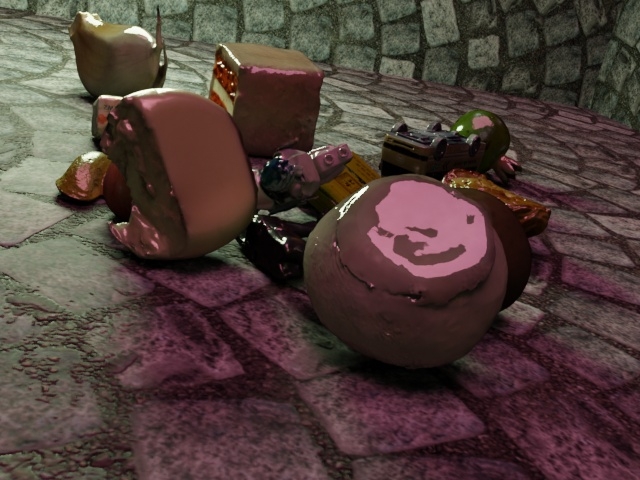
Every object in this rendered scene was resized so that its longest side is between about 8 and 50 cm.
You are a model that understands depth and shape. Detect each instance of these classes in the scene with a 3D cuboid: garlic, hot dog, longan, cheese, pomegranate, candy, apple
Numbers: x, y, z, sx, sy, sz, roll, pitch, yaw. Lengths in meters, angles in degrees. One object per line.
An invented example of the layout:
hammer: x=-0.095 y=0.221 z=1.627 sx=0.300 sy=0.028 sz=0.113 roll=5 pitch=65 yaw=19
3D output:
garlic: x=-0.493 y=-0.475 z=2.015 sx=0.339 sy=0.246 sz=0.231 roll=7 pitch=3 yaw=34
hot dog: x=0.356 y=-0.058 z=1.577 sx=0.175 sy=0.114 sz=0.259 roll=5 pitch=22 yaw=-30
longan: x=0.228 y=0.015 z=1.199 sx=0.220 sy=0.197 sz=0.196 roll=25 pitch=24 yaw=27
cheese: x=-0.220 y=-0.103 z=1.176 sx=0.233 sy=0.266 sz=0.127 roll=-15 pitch=-5 yaw=-41
pomegranate: x=0.446 y=-0.244 z=2.050 sx=0.225 sy=0.187 sz=0.187 roll=47 pitch=32 yaw=16
candy: x=0.113 y=0.046 z=1.029 sx=0.295 sy=0.185 sz=0.296 roll=-7 pitch=49 yaw=8
apple: x=-0.292 y=-0.096 z=1.291 sx=0.153 sy=0.120 sz=0.153 roll=10 pitch=21 yaw=-4

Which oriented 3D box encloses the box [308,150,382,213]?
box: x=0.062 y=-0.099 z=1.539 sx=0.153 sy=0.041 sz=0.279 roll=43 pitch=27 yaw=7

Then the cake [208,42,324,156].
cake: x=-0.144 y=-0.351 z=1.891 sx=0.229 sy=0.237 sz=0.309 roll=-1 pitch=26 yaw=-23

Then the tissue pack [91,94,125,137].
tissue pack: x=-0.397 y=-0.261 z=1.663 sx=0.196 sy=0.092 sz=0.148 roll=2 pitch=3 yaw=-22

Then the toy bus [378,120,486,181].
toy bus: x=0.263 y=-0.190 z=1.802 sx=0.139 sy=0.157 sz=0.289 roll=25 pitch=23 yaw=32

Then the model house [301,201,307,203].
model house: x=-0.016 y=-0.099 z=1.561 sx=0.083 sy=0.066 sz=0.078 roll=23 pitch=4 yaw=-22

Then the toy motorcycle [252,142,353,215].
toy motorcycle: x=-0.048 y=-0.109 z=1.311 sx=0.108 sy=0.239 sz=0.204 roll=48 pitch=-8 yaw=2

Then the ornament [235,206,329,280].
ornament: x=0.000 y=0.000 z=1.264 sx=0.236 sy=0.080 sz=0.202 roll=-1 pitch=20 yaw=-32

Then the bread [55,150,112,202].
bread: x=-0.386 y=-0.113 z=1.372 sx=0.149 sy=0.065 sz=0.187 roll=22 pitch=20 yaw=12
